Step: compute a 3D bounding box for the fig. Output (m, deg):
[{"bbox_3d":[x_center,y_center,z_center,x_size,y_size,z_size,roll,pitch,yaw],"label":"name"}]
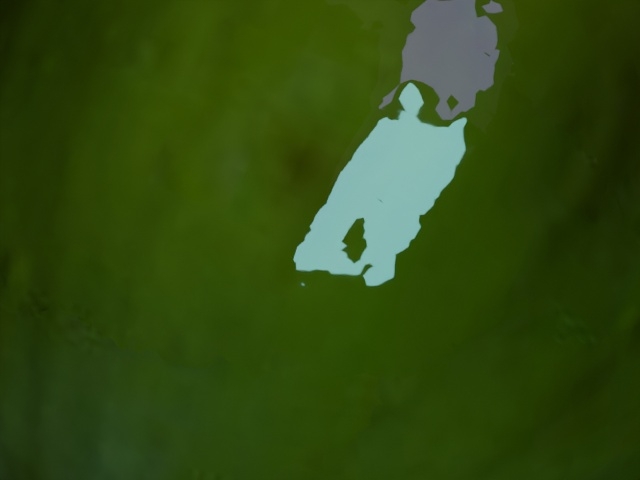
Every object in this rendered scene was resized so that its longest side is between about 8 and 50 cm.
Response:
[{"bbox_3d":[0.000,-0.010,0.660,0.343,0.343,0.343,11,58,-18],"label":"fig"}]
